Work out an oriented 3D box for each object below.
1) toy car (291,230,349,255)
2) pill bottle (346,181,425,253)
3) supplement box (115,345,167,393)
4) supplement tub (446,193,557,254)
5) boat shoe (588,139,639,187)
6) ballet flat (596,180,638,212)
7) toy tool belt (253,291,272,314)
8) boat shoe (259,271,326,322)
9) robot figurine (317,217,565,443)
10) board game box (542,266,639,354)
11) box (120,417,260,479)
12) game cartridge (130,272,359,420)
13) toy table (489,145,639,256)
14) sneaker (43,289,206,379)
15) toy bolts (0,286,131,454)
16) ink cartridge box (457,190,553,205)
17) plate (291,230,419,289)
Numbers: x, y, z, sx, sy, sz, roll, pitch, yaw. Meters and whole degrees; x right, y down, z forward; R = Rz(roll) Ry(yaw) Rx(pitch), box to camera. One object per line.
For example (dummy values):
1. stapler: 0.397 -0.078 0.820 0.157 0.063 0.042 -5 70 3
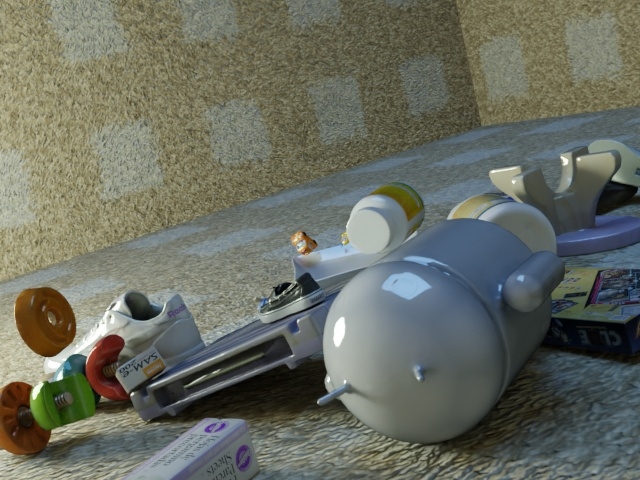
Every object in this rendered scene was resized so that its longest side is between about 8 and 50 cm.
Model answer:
1. toy car: 0.000 0.000 1.792 0.122 0.060 0.040 -18 40 17
2. pill bottle: 0.126 -0.041 1.658 0.117 0.117 0.208 -9 12 24
3. supplement box: -0.256 0.185 1.200 0.062 0.036 0.098 -33 -4 -20
4. supplement tub: 0.291 -0.002 1.405 0.144 0.144 0.199 -15 11 -4
5. boat shoe: 0.661 -0.145 1.737 0.227 0.079 0.081 30 18 36
6. ballet flat: 0.564 -0.080 1.729 0.250 0.058 0.084 -18 25 -37
7. toy tool belt: -0.078 0.116 1.508 0.083 0.051 0.052 -8 43 35
8. boat shoe: -0.041 0.072 1.075 0.049 0.040 0.142 -29 2 -35
9. robot figurine: 0.135 0.095 0.947 0.300 0.200 0.353 -37 -5 36
10. board game box: 0.353 0.085 1.094 0.165 0.042 0.243 -24 11 -28
11. box: -0.180 0.271 0.809 0.063 0.067 0.324 -6 12 34
12. game cartridge: -0.070 0.140 1.158 0.355 0.068 0.230 -27 -3 36
13. toy table: 0.440 -0.071 1.538 0.274 0.161 0.252 -8 12 34
14. sneaker: -0.325 0.156 1.369 0.305 0.152 0.114 -11 13 22
15. toy bolts: -0.400 0.191 1.225 0.158 0.218 0.228 -22 -11 18
16. ink cartridge box: 0.416 -0.075 1.898 0.097 0.046 0.207 -22 14 -32
17. plate: 0.083 0.045 1.708 0.278 0.045 0.277 -14 10 -1
